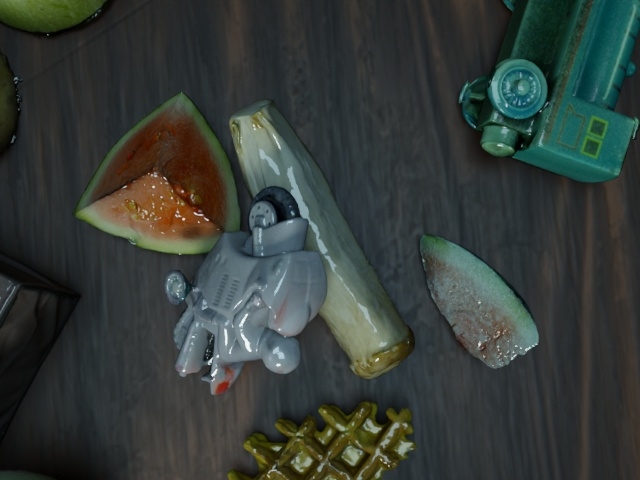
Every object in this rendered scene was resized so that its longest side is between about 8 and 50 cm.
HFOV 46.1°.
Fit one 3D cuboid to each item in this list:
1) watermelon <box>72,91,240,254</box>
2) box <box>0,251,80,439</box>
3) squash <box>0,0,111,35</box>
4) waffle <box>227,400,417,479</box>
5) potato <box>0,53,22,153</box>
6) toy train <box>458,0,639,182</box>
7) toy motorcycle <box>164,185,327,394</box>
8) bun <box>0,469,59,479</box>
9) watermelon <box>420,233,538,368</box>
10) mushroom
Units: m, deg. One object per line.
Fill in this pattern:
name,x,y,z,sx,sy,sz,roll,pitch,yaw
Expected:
watermelon,-0.172,-0.057,0.891,0.193,0.137,0.145,-50,123,-3
box,-0.411,0.128,0.830,0.153,0.188,0.252,27,84,4
squash,-0.351,-0.366,0.897,0.220,0.133,0.220,0,86,6
waffle,0.015,0.339,0.858,0.260,0.069,0.293,-14,75,7
potato,-0.452,-0.185,0.902,0.164,0.081,0.200,-19,89,-3
toy train,0.294,-0.225,0.893,0.194,0.120,0.298,19,86,-6
toy motorcycle,-0.076,0.074,0.822,0.260,0.110,0.171,-54,56,30
bun,-0.381,0.362,0.801,0.187,0.293,0.293,23,85,37
watermelon,0.183,0.064,0.894,0.094,0.081,0.180,-32,70,13
mushroom,0.000,0.000,0.868,0.095,0.123,0.351,-31,92,-13
